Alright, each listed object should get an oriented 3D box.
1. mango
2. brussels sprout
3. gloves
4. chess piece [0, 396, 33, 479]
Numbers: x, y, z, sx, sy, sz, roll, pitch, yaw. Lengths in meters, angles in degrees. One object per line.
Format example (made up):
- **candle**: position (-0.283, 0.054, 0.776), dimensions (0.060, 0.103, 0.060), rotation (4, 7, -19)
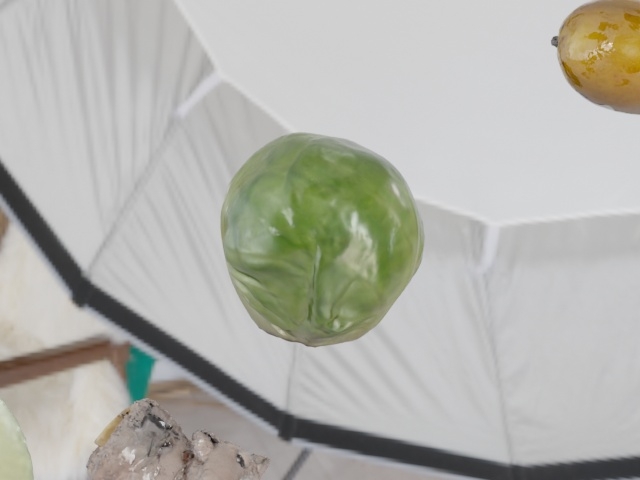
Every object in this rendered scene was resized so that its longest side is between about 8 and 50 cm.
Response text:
- **mango**: position (0.274, -0.146, 0.914), dimensions (0.178, 0.090, 0.115), rotation (6, 2, -20)
- **brussels sprout**: position (0.000, 0.000, 1.213), dimensions (0.244, 0.244, 0.244), rotation (4, 18, -1)
- **gloves**: position (-0.105, 0.184, 0.846), dimensions (0.144, 0.094, 0.110), rotation (29, 40, -13)
- **chess piece**: position (-0.315, 0.182, 0.725), dimensions (0.251, 0.144, 0.144), rotation (-30, -4, 35)
